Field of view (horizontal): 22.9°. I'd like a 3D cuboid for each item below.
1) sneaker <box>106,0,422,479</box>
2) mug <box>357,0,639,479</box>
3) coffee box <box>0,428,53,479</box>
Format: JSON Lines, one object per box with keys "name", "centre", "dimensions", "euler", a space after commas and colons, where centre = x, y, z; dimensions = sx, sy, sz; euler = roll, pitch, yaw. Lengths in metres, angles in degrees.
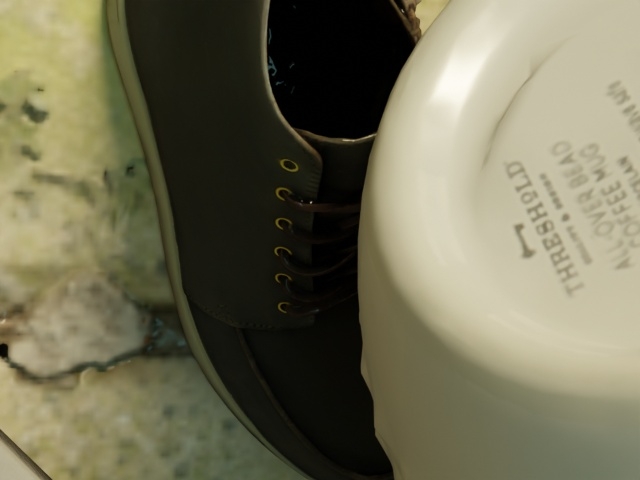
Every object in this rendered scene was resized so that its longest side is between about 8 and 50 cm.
{"name": "sneaker", "centre": [0.000, 0.000, 0.521], "dimensions": [0.083, 0.118, 0.222], "euler": [-28, 109, -19]}
{"name": "mug", "centre": [0.160, 0.017, 0.498], "dimensions": [0.276, 0.374, 0.328], "euler": [-20, 137, 21]}
{"name": "coffee box", "centre": [-0.149, 0.122, 0.470], "dimensions": [0.168, 0.119, 0.297], "euler": [-46, 113, -11]}
